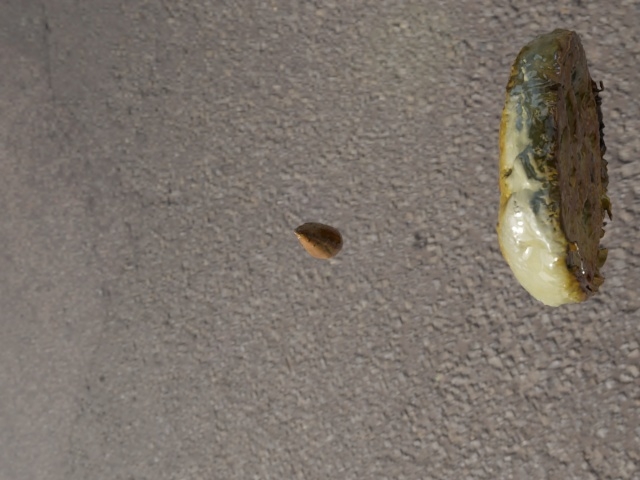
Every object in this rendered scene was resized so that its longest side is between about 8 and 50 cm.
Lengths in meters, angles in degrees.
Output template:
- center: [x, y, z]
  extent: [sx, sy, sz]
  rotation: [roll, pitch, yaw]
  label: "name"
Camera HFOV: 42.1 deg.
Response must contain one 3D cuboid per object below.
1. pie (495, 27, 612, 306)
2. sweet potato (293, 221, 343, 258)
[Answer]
- center: [0.257, -0.078, 0.905]
  extent: [0.092, 0.315, 0.315]
  rotation: [0, 98, 27]
  label: "pie"
- center: [0.000, 0.000, 0.775]
  extent: [0.034, 0.095, 0.034]
  rotation: [-3, 81, 21]
  label: "sweet potato"
